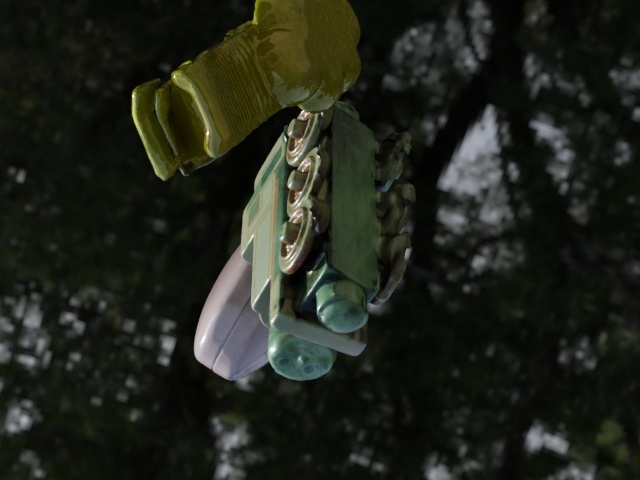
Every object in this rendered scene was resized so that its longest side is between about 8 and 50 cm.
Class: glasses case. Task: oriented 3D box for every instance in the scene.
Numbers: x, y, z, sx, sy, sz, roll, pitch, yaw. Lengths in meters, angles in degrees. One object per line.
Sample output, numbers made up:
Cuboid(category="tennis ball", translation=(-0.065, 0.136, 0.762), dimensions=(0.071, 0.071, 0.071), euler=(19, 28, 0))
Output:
Cuboid(category="glasses case", translation=(-0.031, 0.029, 1.342), dimensions=(0.075, 0.113, 0.297), euler=(31, -164, 3))

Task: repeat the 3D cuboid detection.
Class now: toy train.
Cuboid(category="toy train", translation=(0.000, 0.000, 1.026), dimensions=(0.081, 0.125, 0.194), euler=(20, -142, -15))

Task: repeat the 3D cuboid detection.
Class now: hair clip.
Cuboid(category="hair clip", translation=(-0.027, -0.087, 0.819), dimensions=(0.046, 0.072, 0.173), euler=(-14, -167, 34))
